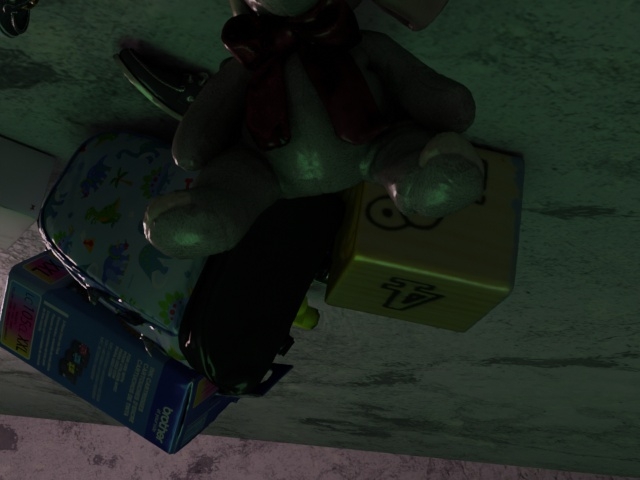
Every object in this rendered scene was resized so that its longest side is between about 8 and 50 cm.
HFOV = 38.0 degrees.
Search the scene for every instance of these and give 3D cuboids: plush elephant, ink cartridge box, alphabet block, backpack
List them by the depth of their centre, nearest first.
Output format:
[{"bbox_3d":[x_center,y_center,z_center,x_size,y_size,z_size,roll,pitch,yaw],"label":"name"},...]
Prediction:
[{"bbox_3d":[-0.010,-0.173,0.802,0.272,0.330,0.255,-8,115,13],"label":"plush elephant"},{"bbox_3d":[0.129,-0.010,1.183,0.197,0.192,0.193,13,155,-6],"label":"alphabet block"},{"bbox_3d":[-0.195,-0.003,1.229,0.273,0.290,0.356,32,175,-40],"label":"backpack"},{"bbox_3d":[-0.239,0.143,1.401,0.396,0.270,0.151,29,120,16],"label":"ink cartridge box"}]

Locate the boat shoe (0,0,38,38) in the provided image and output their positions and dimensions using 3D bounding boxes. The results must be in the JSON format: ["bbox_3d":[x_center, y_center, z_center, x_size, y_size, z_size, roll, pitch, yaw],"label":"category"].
[{"bbox_3d":[-0.296,-0.259,0.936,0.083,0.065,0.183,13,156,-3],"label":"boat shoe"}]

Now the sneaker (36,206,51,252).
[{"bbox_3d":[-0.446,0.016,1.589,0.153,0.099,0.282,1,158,16],"label":"sneaker"}]

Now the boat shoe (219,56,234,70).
[{"bbox_3d":[-0.037,-0.146,1.086,0.070,0.077,0.219,5,153,34],"label":"boat shoe"}]

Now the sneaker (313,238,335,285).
[{"bbox_3d":[0.000,0.000,1.340,0.331,0.122,0.146,-2,156,25],"label":"sneaker"}]

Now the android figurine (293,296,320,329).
[{"bbox_3d":[-0.138,0.095,1.639,0.273,0.056,0.248,25,167,-35],"label":"android figurine"}]

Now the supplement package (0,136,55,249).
[{"bbox_3d":[-0.484,-0.070,1.397,0.105,0.105,0.179,23,154,-25],"label":"supplement package"}]

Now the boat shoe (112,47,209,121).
[{"bbox_3d":[-0.153,-0.175,1.107,0.065,0.075,0.206,-47,126,11],"label":"boat shoe"}]
